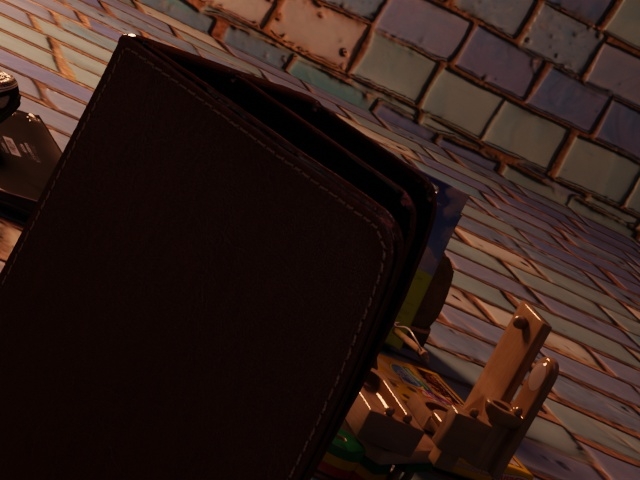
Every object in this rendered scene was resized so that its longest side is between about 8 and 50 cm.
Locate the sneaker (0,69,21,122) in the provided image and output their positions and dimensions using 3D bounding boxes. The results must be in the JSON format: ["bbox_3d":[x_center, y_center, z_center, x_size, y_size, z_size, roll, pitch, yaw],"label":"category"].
[{"bbox_3d":[-0.439,-0.208,1.698,0.343,0.146,0.134,27,12,-11],"label":"sneaker"}]

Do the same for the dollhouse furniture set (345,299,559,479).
[{"bbox_3d":[0.102,0.101,1.439,0.151,0.123,0.144,24,12,-22],"label":"dollhouse furniture set"}]

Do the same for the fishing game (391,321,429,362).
[{"bbox_3d":[0.012,0.000,1.739,0.264,0.041,0.189,58,-5,-16],"label":"fishing game"}]

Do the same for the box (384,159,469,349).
[{"bbox_3d":[0.069,0.011,1.865,0.109,0.178,0.042,26,-5,-15],"label":"box"}]

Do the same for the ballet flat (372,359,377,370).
[{"bbox_3d":[0.006,0.084,1.689,0.058,0.084,0.250,-3,17,-12],"label":"ballet flat"}]

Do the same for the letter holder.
[{"bbox_3d":[-0.054,0.088,0.900,0.214,0.302,0.152,37,13,35],"label":"letter holder"}]

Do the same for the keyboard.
[{"bbox_3d":[-0.274,-0.070,1.785,0.201,0.033,0.317,17,16,-25],"label":"keyboard"}]

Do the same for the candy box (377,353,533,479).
[{"bbox_3d":[0.108,0.165,1.666,0.105,0.027,0.206,18,14,-30],"label":"candy box"}]

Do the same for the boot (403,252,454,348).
[{"bbox_3d":[0.000,0.000,1.925,0.305,0.115,0.112,25,13,-11],"label":"boot"}]

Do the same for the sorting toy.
[{"bbox_3d":[0.030,0.155,1.471,0.132,0.046,0.274,34,13,28],"label":"sorting toy"}]
